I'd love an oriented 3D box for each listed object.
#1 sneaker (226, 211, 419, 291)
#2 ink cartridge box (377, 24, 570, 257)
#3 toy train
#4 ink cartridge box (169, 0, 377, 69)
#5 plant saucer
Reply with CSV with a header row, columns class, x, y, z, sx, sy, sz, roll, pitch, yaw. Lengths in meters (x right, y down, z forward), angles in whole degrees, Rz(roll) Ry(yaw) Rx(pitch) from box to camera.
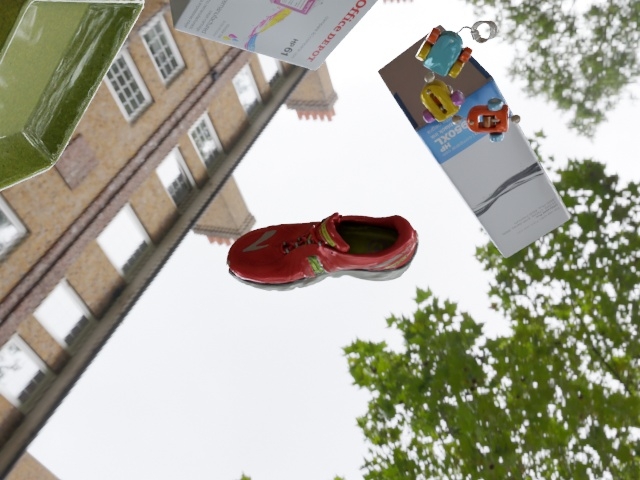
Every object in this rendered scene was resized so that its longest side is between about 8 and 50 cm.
class,x,y,z,sx,sy,sz,roll,pitch,yaw
sneaker,0.000,0.000,0.916,0.279,0.118,0.107,-6,-115,0
ink cartridge box,0.312,-0.196,1.315,0.166,0.395,0.285,-34,-145,13
toy train,0.190,-0.206,0.830,0.125,0.166,0.046,-2,-142,23
ink cartridge box,-0.031,-0.177,0.448,0.088,0.122,0.052,-38,-123,45
plant saucer,-0.231,-0.121,0.500,0.188,0.045,0.188,-52,-174,20
